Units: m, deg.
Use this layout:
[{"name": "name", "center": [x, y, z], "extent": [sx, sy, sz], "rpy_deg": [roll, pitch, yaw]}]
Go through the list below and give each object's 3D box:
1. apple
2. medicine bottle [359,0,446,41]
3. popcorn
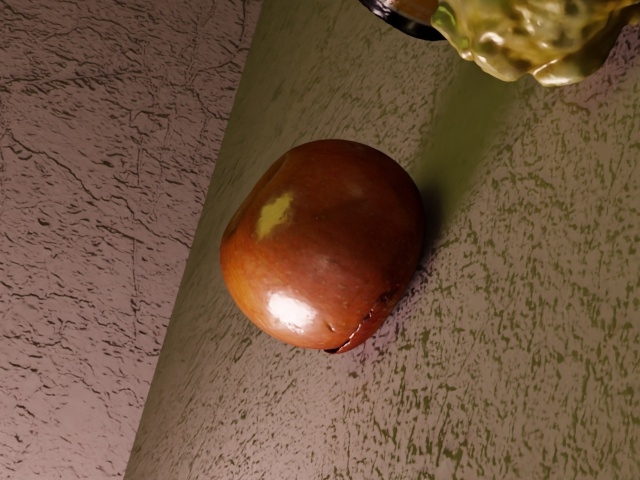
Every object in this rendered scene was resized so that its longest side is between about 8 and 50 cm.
[{"name": "apple", "center": [0.000, 0.000, 1.800], "extent": [0.251, 0.206, 0.272], "rpy_deg": [-66, 12, -8]}, {"name": "medicine bottle", "center": [0.184, -0.425, 1.708], "extent": [0.395, 0.242, 0.242], "rpy_deg": [-53, 19, 46]}, {"name": "popcorn", "center": [0.215, -0.288, 1.443], "extent": [0.252, 0.215, 0.286], "rpy_deg": [13, 85, 70]}]
